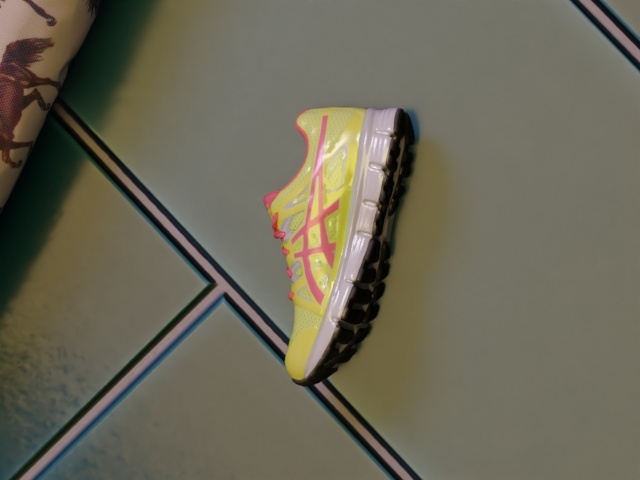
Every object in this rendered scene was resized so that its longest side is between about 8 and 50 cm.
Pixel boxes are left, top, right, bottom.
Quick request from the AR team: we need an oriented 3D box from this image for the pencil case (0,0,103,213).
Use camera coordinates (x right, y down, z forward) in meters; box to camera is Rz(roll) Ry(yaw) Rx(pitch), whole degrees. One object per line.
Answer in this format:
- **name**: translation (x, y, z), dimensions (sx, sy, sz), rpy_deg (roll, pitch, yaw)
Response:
- **pencil case**: translation (-0.277, -0.126, 1.391), dimensions (0.184, 0.160, 0.410), rpy_deg (27, 98, -7)

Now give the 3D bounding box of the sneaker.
- **sneaker**: translation (0.000, 0.000, 1.398), dimensions (0.094, 0.081, 0.208), rpy_deg (14, 89, 16)
